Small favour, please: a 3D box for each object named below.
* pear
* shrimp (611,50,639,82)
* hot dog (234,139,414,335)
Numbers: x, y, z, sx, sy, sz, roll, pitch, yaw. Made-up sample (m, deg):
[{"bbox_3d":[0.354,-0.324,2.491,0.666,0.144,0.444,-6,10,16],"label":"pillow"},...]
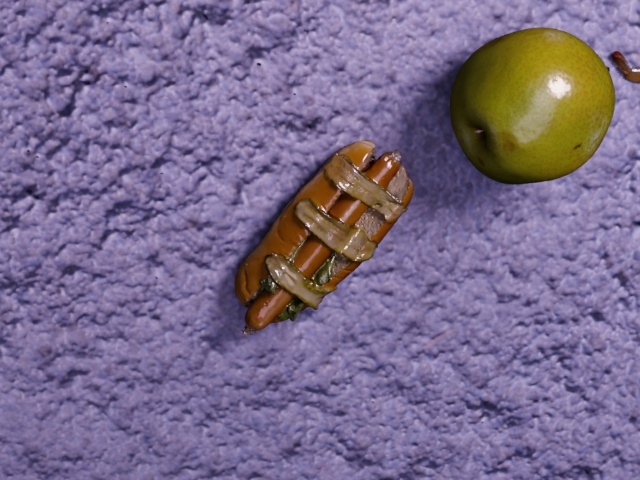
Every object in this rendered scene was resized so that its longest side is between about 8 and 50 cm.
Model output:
[{"bbox_3d":[0.242,-0.148,1.781,0.216,0.180,0.166,-20,80,-28],"label":"pear"},{"bbox_3d":[0.357,-0.221,1.838,0.083,0.023,0.114,-14,117,2],"label":"shrimp"},{"bbox_3d":[0.000,0.000,1.863,0.109,0.072,0.269,37,103,-16],"label":"hot dog"}]
